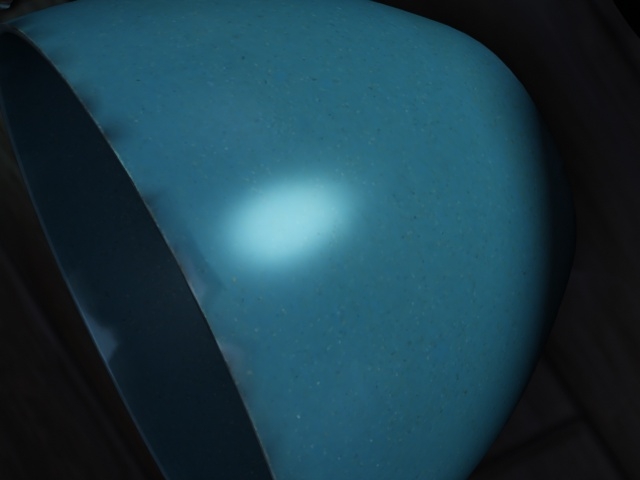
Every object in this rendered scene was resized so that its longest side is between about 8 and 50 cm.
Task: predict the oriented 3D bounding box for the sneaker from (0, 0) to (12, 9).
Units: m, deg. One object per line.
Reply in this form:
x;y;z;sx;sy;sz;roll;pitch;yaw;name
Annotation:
-0.161;-0.193;0.704;0.215;0.084;0.083;-33;79;16;sneaker

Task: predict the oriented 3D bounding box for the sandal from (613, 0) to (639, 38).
0.156;-0.161;0.603;0.086;0.120;0.303;-38;90;6;sandal

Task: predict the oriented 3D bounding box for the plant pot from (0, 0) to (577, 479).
0.000;0.000;0.618;0.195;0.290;0.290;-27;95;-18;plant pot
